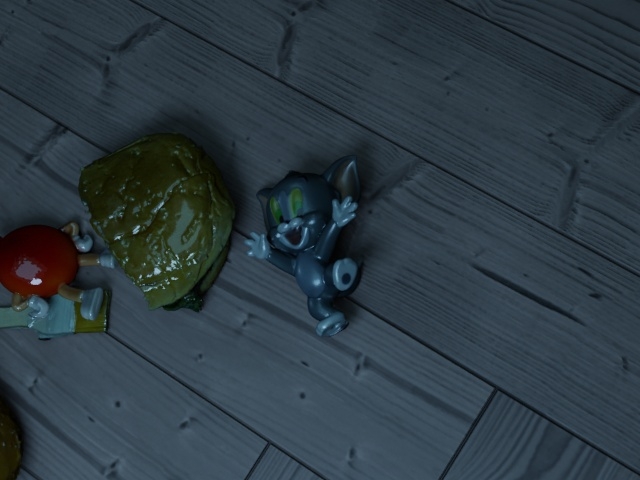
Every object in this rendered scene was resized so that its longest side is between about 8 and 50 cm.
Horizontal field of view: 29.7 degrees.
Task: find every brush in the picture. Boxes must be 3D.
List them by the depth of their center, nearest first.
[{"bbox_3d":[-0.503,0.126,1.982,0.336,0.020,0.085,-4,74,14],"label":"brush"}]

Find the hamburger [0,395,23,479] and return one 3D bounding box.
[{"bbox_3d":[-0.589,0.311,1.849,0.211,0.260,0.245,-28,25,21],"label":"hamburger"}]

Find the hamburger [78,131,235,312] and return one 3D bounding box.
[{"bbox_3d":[-0.240,-0.044,1.907,0.211,0.132,0.309,-31,68,6],"label":"hamburger"}]

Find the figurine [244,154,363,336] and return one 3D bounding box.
[{"bbox_3d":[0.004,0.003,1.833,0.193,0.140,0.265,-32,81,28],"label":"figurine"}]

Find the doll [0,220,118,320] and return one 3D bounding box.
[{"bbox_3d":[-0.441,0.047,1.950,0.217,0.085,0.183,12,57,8],"label":"doll"}]
